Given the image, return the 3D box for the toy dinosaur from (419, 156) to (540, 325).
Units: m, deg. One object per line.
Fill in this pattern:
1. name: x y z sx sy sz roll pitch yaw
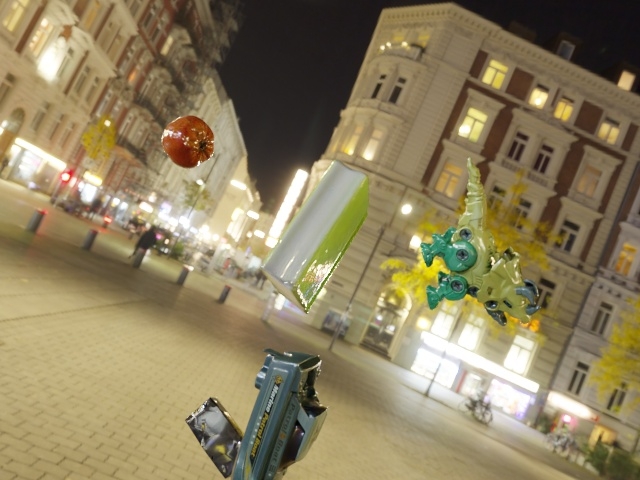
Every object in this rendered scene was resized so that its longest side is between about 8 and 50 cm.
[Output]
1. toy dinosaur: 0.221 0.011 0.777 0.153 0.259 0.094 -13 12 34

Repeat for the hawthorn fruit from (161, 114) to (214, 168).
1. hawthorn fruit: -0.321 -0.239 1.244 0.140 0.125 0.125 32 -7 -6

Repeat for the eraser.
1. eraser: 0.000 0.000 1.065 0.092 0.274 0.210 27 -17 16

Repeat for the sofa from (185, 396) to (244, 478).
1. sofa: -0.161 0.319 0.850 0.118 0.060 0.039 46 -9 20

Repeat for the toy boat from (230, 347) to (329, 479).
1. toy boat: -0.036 0.156 0.404 0.060 0.141 0.055 20 1 17
